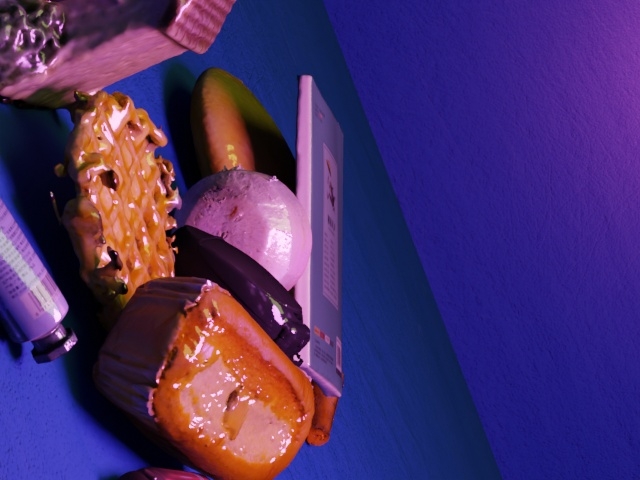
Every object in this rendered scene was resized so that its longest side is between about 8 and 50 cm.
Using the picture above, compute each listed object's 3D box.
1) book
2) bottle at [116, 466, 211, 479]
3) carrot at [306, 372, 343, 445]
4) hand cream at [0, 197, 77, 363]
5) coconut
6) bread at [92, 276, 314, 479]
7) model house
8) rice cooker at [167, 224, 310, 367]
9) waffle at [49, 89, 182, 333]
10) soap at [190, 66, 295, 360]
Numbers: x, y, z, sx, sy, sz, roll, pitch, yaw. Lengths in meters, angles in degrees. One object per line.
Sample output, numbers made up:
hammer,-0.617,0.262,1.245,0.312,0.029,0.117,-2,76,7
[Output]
book,0.000,0.000,2.260,0.264,0.031,0.379,58,31,-73
bottle,-0.152,0.249,1.671,0.164,0.060,0.060,33,39,-71
carrot,0.001,0.225,2.415,0.161,0.055,0.055,-76,145,-57
hand cream,-0.291,-0.015,1.480,0.271,0.058,0.091,62,26,-22
coconut,-0.093,-0.006,2.082,0.183,0.171,0.170,-2,73,-79
bread,-0.112,0.145,1.734,0.152,0.119,0.288,-62,149,-17
model house,-0.229,-0.310,1.728,0.261,0.266,0.321,0,71,-82
rice cooker,-0.102,0.074,1.921,0.203,0.118,0.142,45,6,17
waffle,-0.196,-0.017,1.751,0.280,0.060,0.262,35,51,-75
soap,-0.069,-0.035,2.357,0.306,0.115,0.427,-78,147,-63
